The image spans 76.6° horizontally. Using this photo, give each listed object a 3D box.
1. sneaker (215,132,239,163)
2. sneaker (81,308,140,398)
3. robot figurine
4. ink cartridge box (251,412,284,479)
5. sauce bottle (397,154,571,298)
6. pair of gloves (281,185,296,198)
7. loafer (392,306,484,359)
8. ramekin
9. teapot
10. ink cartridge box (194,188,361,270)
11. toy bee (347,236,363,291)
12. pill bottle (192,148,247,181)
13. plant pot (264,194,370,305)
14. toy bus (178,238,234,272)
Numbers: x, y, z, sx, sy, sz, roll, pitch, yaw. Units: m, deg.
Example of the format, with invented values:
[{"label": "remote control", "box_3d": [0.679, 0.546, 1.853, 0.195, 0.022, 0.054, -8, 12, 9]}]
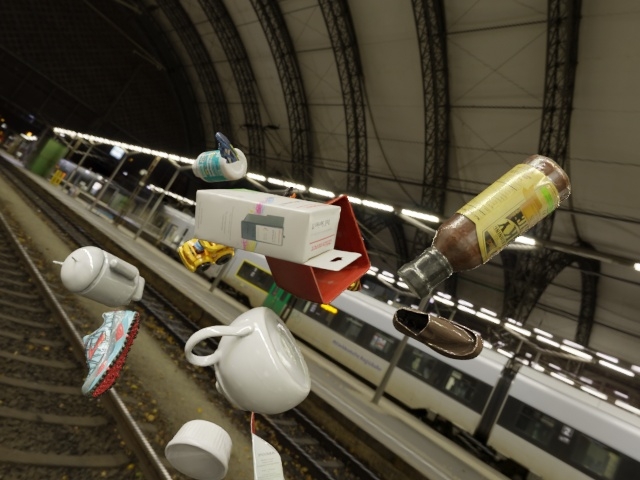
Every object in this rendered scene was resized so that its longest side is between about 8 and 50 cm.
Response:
[{"label": "sneaker", "box_3d": [-0.364, -0.347, 1.544, 0.144, 0.059, 0.053, 59, 9, -48]}, {"label": "sneaker", "box_3d": [-0.622, 0.319, 1.159, 0.125, 0.261, 0.104, 11, -42, -1]}, {"label": "robot figurine", "box_3d": [-0.915, 0.154, 1.698, 0.300, 0.199, 0.353, -23, -38, 20]}, {"label": "ink cartridge box", "box_3d": [-0.166, 0.781, 1.301, 0.091, 0.307, 0.385, -4, 17, -9]}, {"label": "sauce bottle", "box_3d": [0.302, -0.019, 0.770, 0.111, 0.344, 0.111, 51, 1, -1]}, {"label": "pair of gloves", "box_3d": [-0.102, -0.124, 1.218, 0.010, 0.074, 0.083, 33, -14, 15]}, {"label": "loafer", "box_3d": [0.435, 0.356, 1.567, 0.366, 0.133, 0.130, 13, -18, 31]}, {"label": "ramekin", "box_3d": [-0.498, 0.873, 1.699, 0.273, 0.272, 0.127, 30, 34, -6]}, {"label": "teapot", "box_3d": [-0.155, 0.284, 0.912, 0.255, 0.187, 0.252, 61, 3, 3]}, {"label": "ink cartridge box", "box_3d": [-0.087, -0.037, 0.950, 0.354, 0.119, 0.207, 12, 12, 18]}, {"label": "toy bee", "box_3d": [0.117, 0.120, 1.954, 0.163, 0.297, 0.195, -4, 15, -4]}, {"label": "pill bottle", "box_3d": [-0.490, -0.354, 1.930, 0.264, 0.146, 0.146, 1, -24, 34]}, {"label": "plant pot", "box_3d": [-0.035, 0.032, 1.314, 0.236, 0.267, 0.266, -7, -72, 43]}, {"label": "toy bus", "box_3d": [-0.466, 0.014, 1.716, 0.149, 0.220, 0.211, 56, -39, 14]}]
